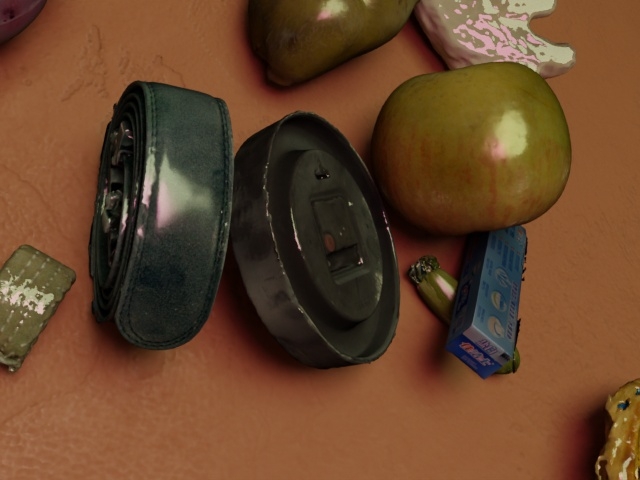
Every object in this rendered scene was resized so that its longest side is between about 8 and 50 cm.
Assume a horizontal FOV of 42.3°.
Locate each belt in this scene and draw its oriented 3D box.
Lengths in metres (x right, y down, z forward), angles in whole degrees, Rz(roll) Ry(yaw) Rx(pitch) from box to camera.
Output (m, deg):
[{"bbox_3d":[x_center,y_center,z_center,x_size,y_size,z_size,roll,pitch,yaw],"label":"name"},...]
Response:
[{"bbox_3d":[-0.153,-0.023,0.801,0.116,0.206,0.268,8,66,-25],"label":"belt"}]

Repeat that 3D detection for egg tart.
[{"bbox_3d":[0.423,0.308,1.024,0.290,0.107,0.291,15,59,-27],"label":"egg tart"}]

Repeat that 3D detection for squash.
[{"bbox_3d":[0.177,0.094,1.022,0.183,0.052,0.052,47,54,0],"label":"squash"}]

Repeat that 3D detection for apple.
[{"bbox_3d":[0.179,-0.113,1.002,0.260,0.260,0.194,-15,103,-33],"label":"apple"}]

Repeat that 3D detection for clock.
[{"bbox_3d":[0.000,0.000,0.887,0.280,0.055,0.281,39,42,-47],"label":"clock"}]

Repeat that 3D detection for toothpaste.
[{"bbox_3d":[0.205,0.053,1.003,0.066,0.053,0.272,37,35,-8],"label":"toothpaste"}]

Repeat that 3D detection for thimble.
[{"bbox_3d":[-0.279,0.062,0.768,0.062,0.084,0.110,32,68,-10],"label":"thimble"}]

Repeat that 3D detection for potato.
[{"bbox_3d":[0.028,-0.345,1.056,0.218,0.202,0.351,29,75,20],"label":"potato"}]

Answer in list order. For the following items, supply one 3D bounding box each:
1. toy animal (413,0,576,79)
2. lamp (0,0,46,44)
[{"bbox_3d":[0.244,-0.359,1.220,0.308,0.188,0.266,36,84,-2],"label":"toy animal"},{"bbox_3d":[-0.398,-0.330,0.800,0.301,0.247,0.247,37,52,1],"label":"lamp"}]
